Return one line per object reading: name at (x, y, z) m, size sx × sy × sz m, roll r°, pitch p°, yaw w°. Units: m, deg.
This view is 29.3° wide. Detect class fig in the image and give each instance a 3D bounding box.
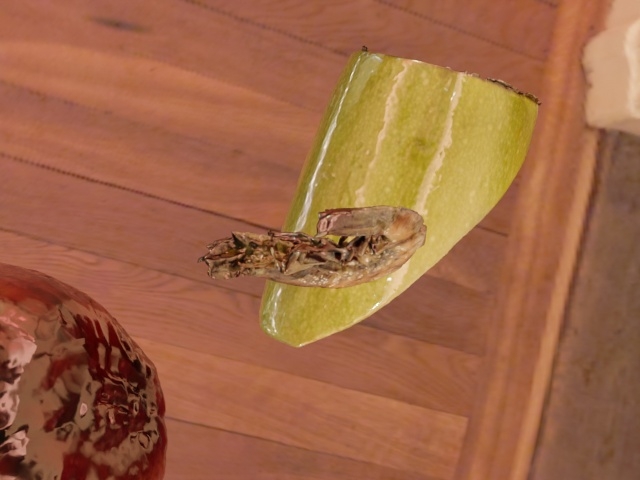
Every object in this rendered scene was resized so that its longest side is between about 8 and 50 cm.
fig at (-0.235, 0.117, 0.885) m, size 0.263 × 0.224 × 0.224 m, roll 29°, pitch 75°, yaw 20°

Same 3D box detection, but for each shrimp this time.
shrimp at (0.000, 0.000, 0.759) m, size 0.161 × 0.091 × 0.034 m, roll 0°, pitch 56°, yaw -38°

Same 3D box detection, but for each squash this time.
squash at (0.066, -0.024, 1.063) m, size 0.189 × 0.189 × 0.260 m, roll 16°, pitch 91°, yaw -21°
